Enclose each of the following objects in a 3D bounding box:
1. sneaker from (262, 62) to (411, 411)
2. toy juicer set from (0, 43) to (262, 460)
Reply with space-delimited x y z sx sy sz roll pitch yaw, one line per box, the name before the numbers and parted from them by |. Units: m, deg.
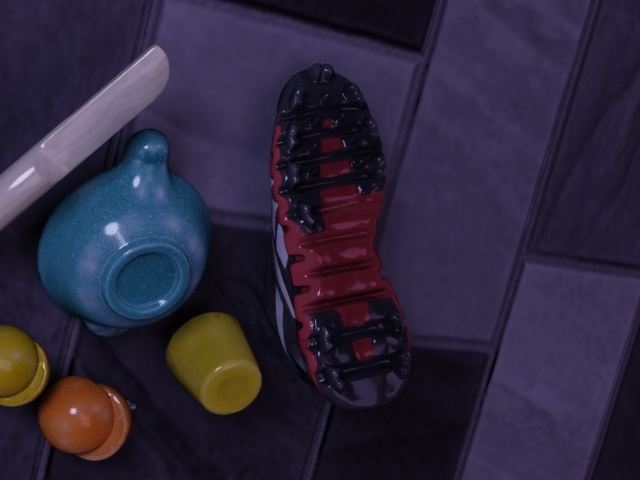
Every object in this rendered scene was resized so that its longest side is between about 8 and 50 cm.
sneaker | 0.000 0.000 1.133 0.097 0.135 0.276 -7 88 -21
toy juicer set | -0.174 0.022 1.025 0.209 0.089 0.329 -24 128 -13
